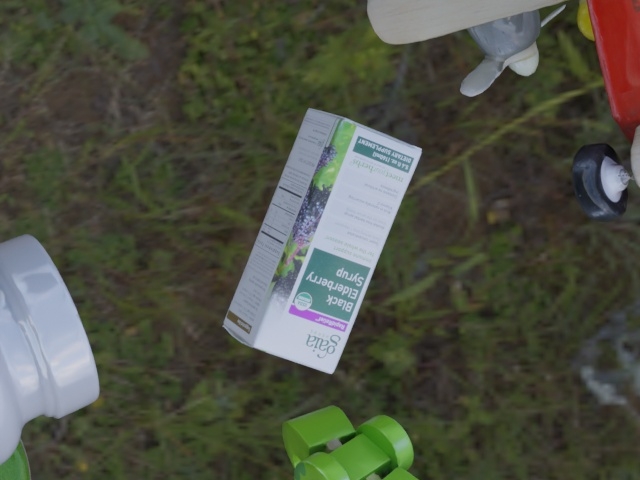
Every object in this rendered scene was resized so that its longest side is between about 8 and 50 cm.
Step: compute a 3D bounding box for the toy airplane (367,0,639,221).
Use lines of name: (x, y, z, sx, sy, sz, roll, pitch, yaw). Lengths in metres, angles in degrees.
toy airplane: (0.256, -0.227, 1.245, 0.386, 0.384, 0.272, 33, 31, 17)

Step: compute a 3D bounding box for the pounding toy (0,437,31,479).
pounding toy: (-0.357, 0.197, 1.483, 0.110, 0.183, 0.236, -6, 110, -69)

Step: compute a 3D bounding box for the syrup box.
syrup box: (0.000, 0.000, 1.613, 0.093, 0.096, 0.236, 21, 92, -25)

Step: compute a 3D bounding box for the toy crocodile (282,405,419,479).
toy crocodile: (0.081, 0.279, 1.660, 0.115, 0.340, 0.105, -28, 142, -35)

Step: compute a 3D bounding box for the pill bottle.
pill bottle: (-0.290, 0.101, 1.089, 0.265, 0.153, 0.153, -24, 100, -18)
